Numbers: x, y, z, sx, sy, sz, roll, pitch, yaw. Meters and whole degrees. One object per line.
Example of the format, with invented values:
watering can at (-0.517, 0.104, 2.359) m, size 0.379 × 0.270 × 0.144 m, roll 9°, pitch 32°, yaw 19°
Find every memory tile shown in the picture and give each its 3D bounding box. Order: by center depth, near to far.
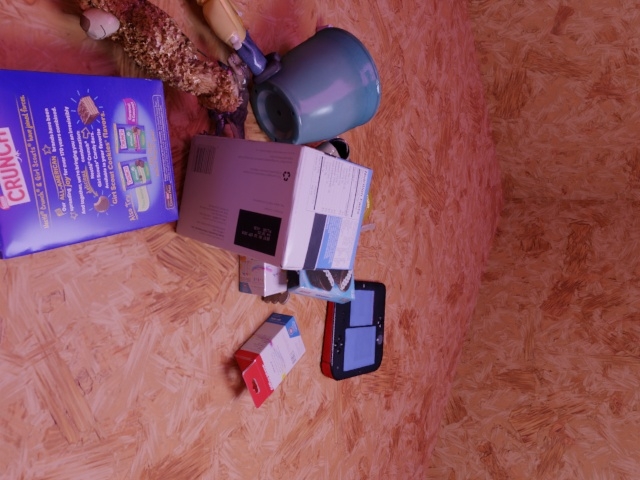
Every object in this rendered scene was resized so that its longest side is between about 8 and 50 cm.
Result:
memory tile at (-0.098, 0.109, 1.291) m, size 0.012 × 0.113 × 0.148 m, roll 38°, pitch 63°, yaw -31°

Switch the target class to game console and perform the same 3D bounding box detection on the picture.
game console at (0.137, 0.318, 1.708) m, size 0.386 × 0.060 × 0.342 m, roll 12°, pitch 85°, yaw -56°

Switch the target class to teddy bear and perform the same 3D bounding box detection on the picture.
teddy bear at (-0.293, -0.341, 0.849) m, size 0.113 × 0.245 × 0.338 m, roll -52°, pitch 142°, yaw 2°

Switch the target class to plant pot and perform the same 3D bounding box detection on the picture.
plant pot at (-0.027, -0.372, 1.219) m, size 0.255 × 0.272 × 0.271 m, roll -39°, pitch 126°, yaw -29°

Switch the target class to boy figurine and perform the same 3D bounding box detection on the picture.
boy figurine at (-0.202, -0.497, 1.050) m, size 0.285 × 0.092 × 0.177 m, roll 52°, pitch 21°, yaw -36°

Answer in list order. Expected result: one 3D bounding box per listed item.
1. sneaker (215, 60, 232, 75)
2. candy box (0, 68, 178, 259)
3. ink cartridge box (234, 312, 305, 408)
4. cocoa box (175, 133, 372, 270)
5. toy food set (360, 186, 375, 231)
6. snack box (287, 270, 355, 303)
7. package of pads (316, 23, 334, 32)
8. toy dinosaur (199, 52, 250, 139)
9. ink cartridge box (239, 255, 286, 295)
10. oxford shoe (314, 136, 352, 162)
sneaker at (-0.247, -0.363, 1.079) m, size 0.057 × 0.047 × 0.119 m, roll 33°, pitch 70°, yaw -21°
candy box at (-0.413, -0.138, 0.785) m, size 0.317 × 0.122 × 0.268 m, roll -21°, pitch 112°, yaw -54°
ink cartridge box at (-0.146, 0.321, 1.275) m, size 0.231 × 0.078 × 0.134 m, roll -44°, pitch 128°, yaw -44°
cocoa box at (-0.104, -0.082, 1.009) m, size 0.228 × 0.347 × 0.231 m, roll 6°, pitch 96°, yaw -50°
toy food set at (0.107, -0.130, 1.607) m, size 0.128 × 0.071 × 0.217 m, roll -23°, pitch 115°, yaw -27°
snack box at (0.000, 0.000, 1.290) m, size 0.187 × 0.060 × 0.322 m, roll 17°, pitch 59°, yaw -36°
package of pads at (0.011, -0.603, 1.410) m, size 0.032 × 0.050 × 0.083 m, roll 8°, pitch 87°, yaw -56°
toy dinosaur at (-0.211, -0.279, 1.073) m, size 0.118 × 0.064 × 0.268 m, roll -30°, pitch 144°, yaw -37°
ink cartridge box at (-0.150, 0.063, 1.224) m, size 0.090 × 0.092 × 0.143 m, roll -9°, pitch 100°, yaw -55°
oxford shoe at (0.052, -0.233, 1.378) m, size 0.130 × 0.123 × 0.348 m, roll -48°, pitch 178°, yaw 20°
